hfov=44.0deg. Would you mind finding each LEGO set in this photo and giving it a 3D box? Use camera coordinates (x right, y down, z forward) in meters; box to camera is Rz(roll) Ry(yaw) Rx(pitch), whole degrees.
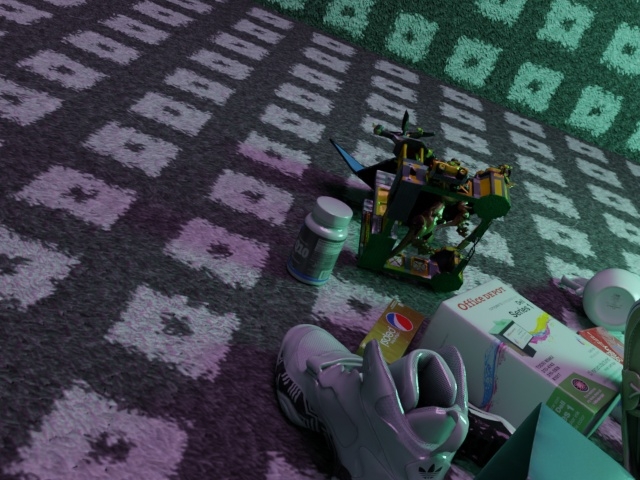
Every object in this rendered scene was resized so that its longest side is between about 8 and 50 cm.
[{"bbox_3d":[0.198,-0.076,1.442,0.254,0.331,0.192,8,50,-1],"label":"LEGO set"}]

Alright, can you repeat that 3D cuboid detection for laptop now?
[{"bbox_3d":[0.180,-0.139,1.651,0.234,0.264,0.137,35,51,-37],"label":"laptop"}]

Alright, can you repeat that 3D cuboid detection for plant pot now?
[{"bbox_3d":[0.296,0.347,0.909,0.234,0.166,0.165,35,27,7],"label":"plant pot"}]

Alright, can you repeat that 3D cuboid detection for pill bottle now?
[{"bbox_3d":[0.000,0.000,1.338,0.078,0.137,0.078,18,26,-9],"label":"pill bottle"}]

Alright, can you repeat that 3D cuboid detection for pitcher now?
[{"bbox_3d":[0.585,0.112,1.647,0.177,0.126,0.207,9,10,20],"label":"pitcher"}]

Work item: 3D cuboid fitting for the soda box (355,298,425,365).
[{"bbox_3d":[0.102,0.159,1.212,0.061,0.058,0.181,28,27,10],"label":"soda box"}]

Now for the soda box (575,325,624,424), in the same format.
[{"bbox_3d":[0.534,0.260,1.342,0.092,0.084,0.263,-2,36,-41],"label":"soda box"}]

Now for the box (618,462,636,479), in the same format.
[{"bbox_3d":[0.406,0.356,1.079,0.052,0.062,0.083,2,32,-34],"label":"box"}]

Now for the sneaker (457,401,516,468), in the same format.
[{"bbox_3d":[0.170,0.260,1.066,0.121,0.079,0.217,-6,30,-40],"label":"sneaker"}]

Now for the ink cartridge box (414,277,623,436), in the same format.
[{"bbox_3d":[0.318,0.195,1.250,0.278,0.117,0.201,37,29,27],"label":"ink cartridge box"}]

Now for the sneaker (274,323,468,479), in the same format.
[{"bbox_3d":[0.062,0.177,0.969,0.137,0.210,0.366,9,29,-27],"label":"sneaker"}]

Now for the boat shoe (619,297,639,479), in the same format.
[{"bbox_3d":[0.488,0.230,1.146,0.109,0.303,0.094,2,15,44],"label":"boat shoe"}]
